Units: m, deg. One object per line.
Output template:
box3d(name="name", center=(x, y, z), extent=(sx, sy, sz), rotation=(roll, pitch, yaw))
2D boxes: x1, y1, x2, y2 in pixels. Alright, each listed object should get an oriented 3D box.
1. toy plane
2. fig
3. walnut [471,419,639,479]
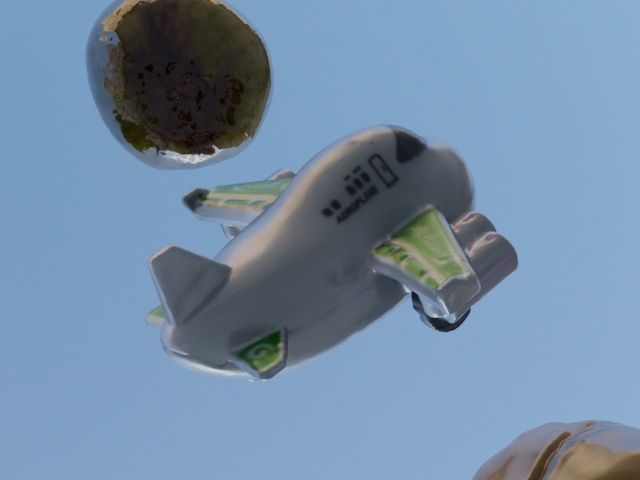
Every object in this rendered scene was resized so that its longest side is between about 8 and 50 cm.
box3d(name="toy plane", center=(0.001, 0.002, 0.532), extent=(0.174, 0.174, 0.080), rotation=(-37, -55, -36))
box3d(name="fig", center=(-0.108, -0.123, 0.912), extent=(0.153, 0.136, 0.121), rotation=(42, -169, 18))
box3d(name="walnut", center=(0.154, 0.176, 0.606), extent=(0.206, 0.159, 0.159), rotation=(46, -129, -37))
